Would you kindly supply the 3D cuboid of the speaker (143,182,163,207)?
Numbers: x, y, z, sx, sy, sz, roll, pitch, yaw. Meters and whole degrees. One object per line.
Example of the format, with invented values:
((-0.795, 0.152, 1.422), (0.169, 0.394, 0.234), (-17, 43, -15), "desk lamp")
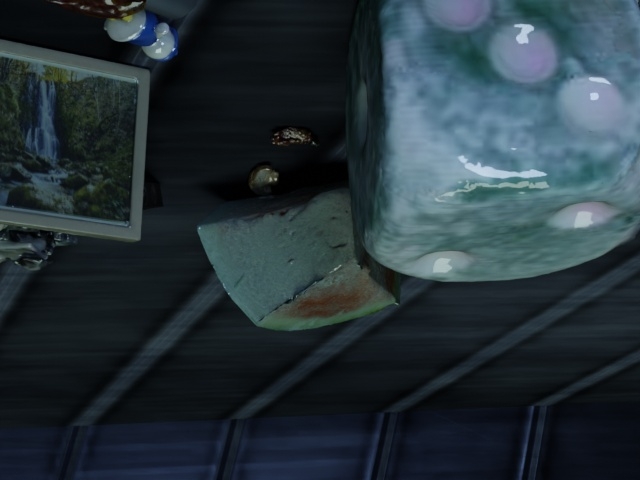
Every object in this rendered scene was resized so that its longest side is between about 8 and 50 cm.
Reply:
((-0.288, -0.065, 2.224), (0.046, 0.040, 0.191), (-11, -179, 10), "speaker")

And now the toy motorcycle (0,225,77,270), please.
((-0.497, -0.026, 2.270), (0.188, 0.143, 0.327), (3, 174, 5), "toy motorcycle")

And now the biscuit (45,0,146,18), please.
((-0.222, -0.357, 1.502), (0.289, 0.081, 0.334), (13, 148, -18), "biscuit")

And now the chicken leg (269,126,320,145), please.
((-0.035, -0.153, 2.171), (0.083, 0.021, 0.036), (0, 149, -23), "chicken leg")

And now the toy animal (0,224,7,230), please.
((-0.461, -0.131, 1.943), (0.208, 0.156, 0.204), (37, 151, 1), "toy animal")

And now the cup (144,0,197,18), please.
((-0.178, -0.306, 1.682), (0.100, 0.078, 0.077), (-40, 151, 21), "cup")

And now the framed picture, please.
((-0.370, -0.133, 1.861), (0.324, 0.241, 0.020), (10, 167, -30), "framed picture")

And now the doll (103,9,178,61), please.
((-0.219, -0.258, 1.813), (0.098, 0.058, 0.143), (8, 168, 31), "doll")

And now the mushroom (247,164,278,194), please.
((-0.090, -0.095, 2.312), (0.049, 0.019, 0.101), (-4, 160, -3), "mushroom")

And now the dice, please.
((0.217, -0.150, 1.799), (0.348, 0.328, 0.330), (-1, 159, -8), "dice")

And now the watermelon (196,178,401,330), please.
((0.000, 0.000, 2.351), (0.387, 0.228, 0.258), (2, 149, -30), "watermelon")
